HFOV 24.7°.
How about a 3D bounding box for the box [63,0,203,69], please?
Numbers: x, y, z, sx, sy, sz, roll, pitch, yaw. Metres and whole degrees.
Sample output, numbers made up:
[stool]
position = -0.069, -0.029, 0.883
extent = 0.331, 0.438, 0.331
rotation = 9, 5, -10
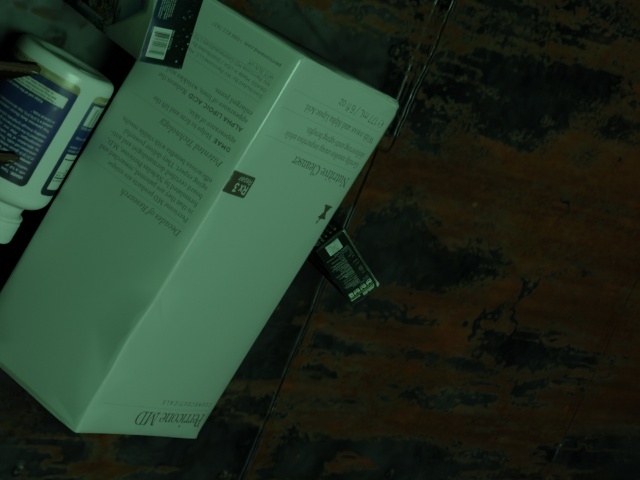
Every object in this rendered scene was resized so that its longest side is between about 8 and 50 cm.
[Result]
[box]
position = -0.133, -0.279, 1.208
extent = 0.044, 0.159, 0.233
rotation = 6, 112, -37

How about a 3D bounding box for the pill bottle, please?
[pill bottle]
position = -0.261, -0.086, 1.274
extent = 0.094, 0.094, 0.169
rotation = 25, 99, -43

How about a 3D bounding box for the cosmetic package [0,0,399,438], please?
[cosmetic package]
position = -0.121, -0.016, 1.342
extent = 0.385, 0.156, 0.217
rotation = -60, 153, 8

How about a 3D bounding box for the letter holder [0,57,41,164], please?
[letter holder]
position = -0.357, -0.134, 1.064
extent = 0.301, 0.214, 0.152
rotation = 1, 90, -37

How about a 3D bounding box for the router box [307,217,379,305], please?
[router box]
position = 0.000, 0.000, 1.498
extent = 0.038, 0.122, 0.092
rotation = -39, 132, -5
